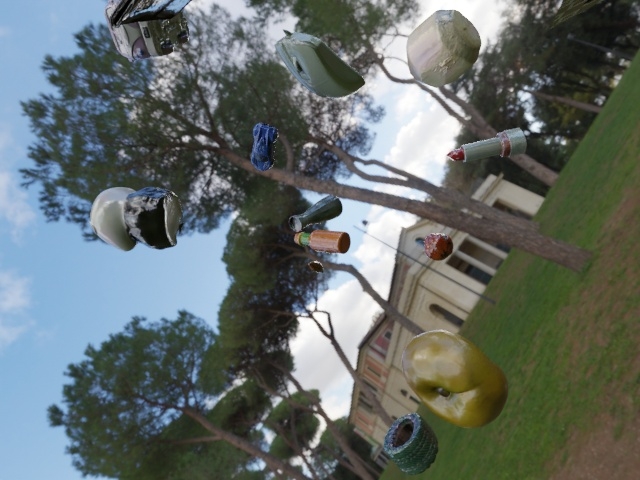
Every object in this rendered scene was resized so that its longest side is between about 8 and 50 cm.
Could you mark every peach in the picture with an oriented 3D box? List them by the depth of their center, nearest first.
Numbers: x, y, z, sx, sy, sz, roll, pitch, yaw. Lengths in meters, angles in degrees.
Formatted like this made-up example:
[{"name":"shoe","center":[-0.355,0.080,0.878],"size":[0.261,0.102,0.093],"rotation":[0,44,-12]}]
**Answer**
[{"name":"peach","center":[0.310,0.318,1.074],"size":[0.153,0.251,0.251],"rotation":[-45,-27,-36]}]

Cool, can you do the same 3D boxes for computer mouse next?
[{"name":"computer mouse","center":[-0.003,-0.262,0.716],"size":[0.182,0.089,0.056],"rotation":[20,-95,-52]}]

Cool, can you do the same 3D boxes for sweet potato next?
[{"name":"sweet potato","center":[-0.014,0.082,1.465],"size":[0.034,0.034,0.095],"rotation":[-58,-31,-3]}]

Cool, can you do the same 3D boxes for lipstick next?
[{"name":"lipstick","center":[0.407,-0.227,1.153],"size":[0.057,0.187,0.063],"rotation":[69,-169,-53]}]

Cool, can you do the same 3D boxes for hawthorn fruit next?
[{"name":"hawthorn fruit","center":[0.348,0.013,1.374],"size":[0.093,0.093,0.093],"rotation":[-44,-28,-30]}]

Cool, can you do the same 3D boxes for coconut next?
[{"name":"coconut","center":[0.373,-0.587,1.450],"size":[0.224,0.224,0.234],"rotation":[-29,-9,-48]}]

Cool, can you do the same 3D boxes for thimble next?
[{"name":"thimble","center":[0.230,0.515,1.172],"size":[0.119,0.090,0.135],"rotation":[-35,7,23]}]

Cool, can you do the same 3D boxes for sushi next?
[{"name":"sushi","center":[0.513,-0.477,0.836],"size":[0.193,0.040,0.210],"rotation":[-24,0,24]}]

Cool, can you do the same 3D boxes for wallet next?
[{"name":"wallet","center":[-0.327,-0.499,0.954],"size":[0.137,0.031,0.255],"rotation":[-33,18,23]}]

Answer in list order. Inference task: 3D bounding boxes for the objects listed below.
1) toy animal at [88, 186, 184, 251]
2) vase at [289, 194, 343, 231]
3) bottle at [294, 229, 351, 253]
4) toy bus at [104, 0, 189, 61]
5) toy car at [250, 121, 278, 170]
[{"name":"toy animal","center":[-0.592,-0.068,1.497],"size":[0.212,0.267,0.212],"rotation":[-1,-90,-81]},{"name":"vase","center":[-0.017,-0.090,1.603],"size":[0.214,0.086,0.086],"rotation":[-29,-37,-44]},{"name":"bottle","center":[0.000,0.000,1.397],"size":[0.069,0.187,0.068],"rotation":[-11,-76,-50]},{"name":"toy bus","center":[-0.431,-0.541,1.156],"size":[0.202,0.143,0.141],"rotation":[-73,-18,-50]},{"name":"toy car","center":[-0.236,-0.377,1.896],"size":[0.063,0.103,0.216],"rotation":[-68,-7,-52]}]
